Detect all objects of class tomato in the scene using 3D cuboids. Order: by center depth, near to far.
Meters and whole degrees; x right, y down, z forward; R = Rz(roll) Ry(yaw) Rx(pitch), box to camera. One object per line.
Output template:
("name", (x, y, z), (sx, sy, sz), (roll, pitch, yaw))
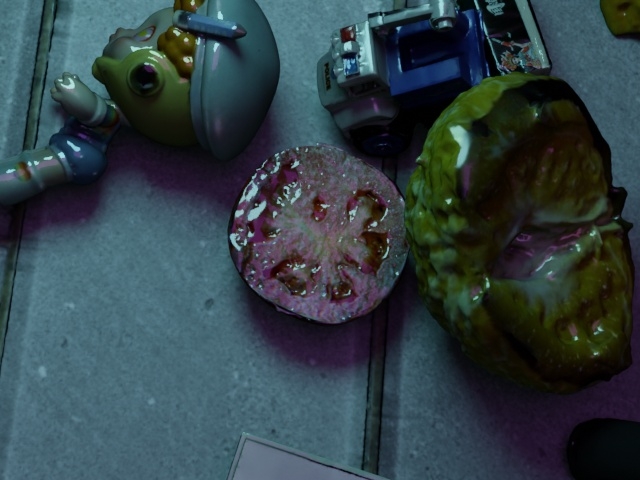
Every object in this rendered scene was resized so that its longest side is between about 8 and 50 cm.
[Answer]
("tomato", (-0.002, 0.001, 1.609), (0.225, 0.085, 0.225), (3, 72, -10))

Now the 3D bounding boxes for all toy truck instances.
("toy truck", (0.094, -0.209, 1.623), (0.213, 0.177, 0.161), (-14, 71, 23))

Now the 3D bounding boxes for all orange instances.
("orange", (0.210, -0.003, 1.555), (0.271, 0.210, 0.369), (-20, 101, -43))

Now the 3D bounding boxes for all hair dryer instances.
("hair dryer", (0.415, 0.308, 1.529), (0.089, 0.197, 0.251), (-43, 102, -21))

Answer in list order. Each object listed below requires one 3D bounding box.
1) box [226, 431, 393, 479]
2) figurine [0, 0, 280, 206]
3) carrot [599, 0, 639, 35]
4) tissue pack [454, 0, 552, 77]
("box", (-0.003, 0.315, 1.502), (0.225, 0.086, 0.129), (18, 71, 0))
("figurine", (-0.218, -0.150, 1.616), (0.382, 0.224, 0.205), (-29, 99, 9))
("carrot", (0.528, -0.413, 1.734), (0.340, 0.241, 0.241), (-38, 80, -19))
("tissue pack", (0.227, -0.267, 1.717), (0.090, 0.103, 0.170), (-13, 73, -7))
